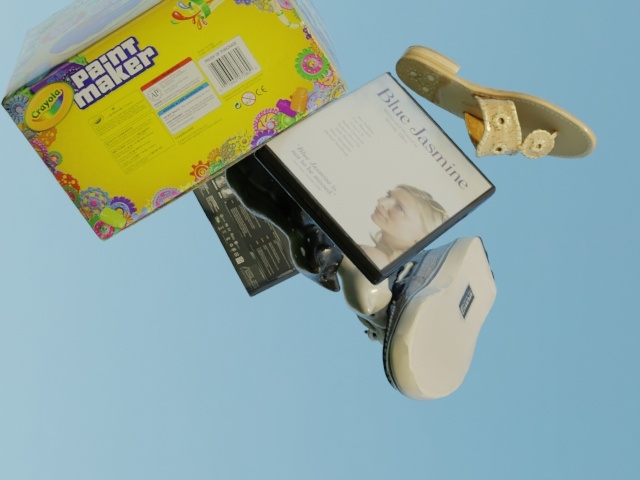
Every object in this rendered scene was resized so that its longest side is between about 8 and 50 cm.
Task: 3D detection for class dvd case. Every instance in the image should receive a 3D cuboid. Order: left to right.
[{"bbox_3d":[0.063,-0.070,1.661,0.180,0.253,0.022,47,-51,7],"label":"dvd case"}]

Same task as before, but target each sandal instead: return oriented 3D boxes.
[{"bbox_3d":[0.178,-0.126,1.767,0.079,0.240,0.088,-55,167,-29],"label":"sandal"}]

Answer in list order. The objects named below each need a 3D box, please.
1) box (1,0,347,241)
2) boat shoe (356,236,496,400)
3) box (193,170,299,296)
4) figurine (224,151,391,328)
[{"bbox_3d":[-0.148,-0.186,1.655,0.290,0.177,0.279,-31,-159,7],"label":"box"},{"bbox_3d":[0.105,0.107,2.007,0.158,0.340,0.127,-13,-74,26],"label":"boat shoe"},{"bbox_3d":[-0.069,-0.062,2.231,0.233,0.183,0.059,62,3,-23],"label":"box"},{"bbox_3d":[0.000,0.000,1.919,0.092,0.215,0.209,-38,-127,10],"label":"figurine"}]
